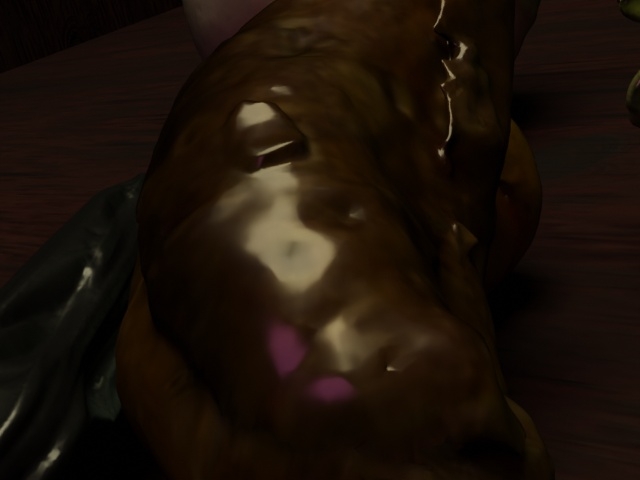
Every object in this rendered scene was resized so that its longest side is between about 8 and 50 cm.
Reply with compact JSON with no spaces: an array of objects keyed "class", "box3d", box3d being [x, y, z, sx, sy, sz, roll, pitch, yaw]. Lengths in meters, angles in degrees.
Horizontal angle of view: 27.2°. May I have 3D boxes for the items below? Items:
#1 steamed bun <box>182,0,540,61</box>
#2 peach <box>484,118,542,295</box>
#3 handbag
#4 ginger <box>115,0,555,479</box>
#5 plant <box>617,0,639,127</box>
[{"class":"steamed bun","box3d":[0.035,-0.184,1.038,0.309,0.309,0.309,-15,17,5]},{"class":"peach","box3d":[0.050,-0.022,0.698,0.138,0.138,0.138,-15,17,5]},{"class":"handbag","box3d":[-0.149,0.081,0.572,0.191,0.075,0.332,-42,14,15]},{"class":"ginger","box3d":[0.000,0.000,0.526,0.172,0.165,0.321,-22,42,25]},{"class":"plant","box3d":[0.313,-0.123,0.663,0.297,0.261,0.306,27,76,25]}]
